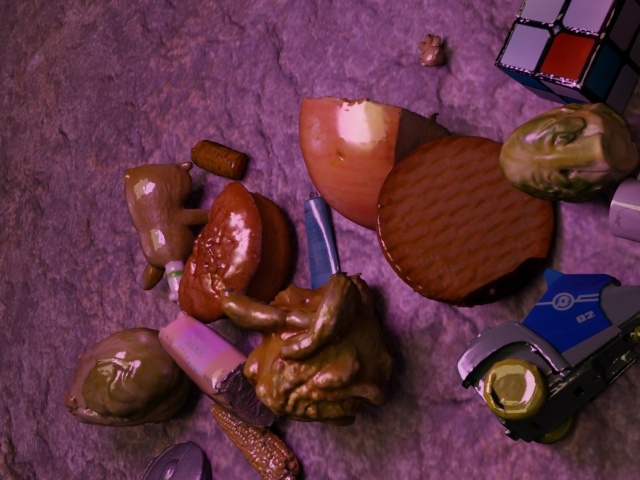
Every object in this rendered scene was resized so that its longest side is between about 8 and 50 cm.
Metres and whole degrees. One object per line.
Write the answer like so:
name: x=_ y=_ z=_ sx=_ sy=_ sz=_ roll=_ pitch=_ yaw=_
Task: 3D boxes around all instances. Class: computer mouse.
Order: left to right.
computer mouse: x=-0.349 y=0.650 z=1.778 sx=0.203 sy=0.114 sz=0.373 roll=-8 pitch=73 yaw=40

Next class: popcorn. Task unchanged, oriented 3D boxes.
popcorn: x=-0.004 y=0.200 z=1.462 sx=0.325 sy=0.321 sz=0.289 roll=-53 pitch=48 yaw=41

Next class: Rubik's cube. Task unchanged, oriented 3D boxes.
Rubik's cube: x=0.438 y=-0.330 z=1.319 sx=0.183 sy=0.167 sz=0.180 roll=33 pitch=101 yaw=43

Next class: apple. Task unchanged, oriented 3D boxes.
apple: x=0.088 y=-0.177 z=1.578 sx=0.309 sy=0.314 sz=0.252 roll=11 pitch=44 yaw=38

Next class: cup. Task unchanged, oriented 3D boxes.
cup: x=0.526 y=-0.053 z=1.196 sx=0.133 sy=0.099 sz=0.136 roll=22 pitch=137 yaw=42

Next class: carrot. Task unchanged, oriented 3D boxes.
carrot: x=-0.252 y=-0.202 z=1.945 sx=0.173 sy=0.082 sz=0.082 roll=25 pitch=95 yaw=35

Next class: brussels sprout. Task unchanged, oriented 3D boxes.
brussels sprout: x=-0.443 y=0.333 z=1.844 sx=0.317 sy=0.274 sz=0.242 roll=-31 pitch=83 yaw=37
brussels sprout: x=0.398 y=-0.144 z=1.268 sx=0.223 sy=0.223 sz=0.161 roll=-14 pitch=67 yaw=38

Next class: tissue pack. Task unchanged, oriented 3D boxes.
tissue pack: x=-0.209 y=0.281 z=1.664 sx=0.257 sy=0.215 sz=0.123 roll=26 pitch=71 yaw=44

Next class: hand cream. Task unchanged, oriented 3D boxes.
hand cream: x=0.000 y=0.000 z=1.702 sx=0.083 sy=0.048 sz=0.224 roll=-16 pitch=74 yaw=38

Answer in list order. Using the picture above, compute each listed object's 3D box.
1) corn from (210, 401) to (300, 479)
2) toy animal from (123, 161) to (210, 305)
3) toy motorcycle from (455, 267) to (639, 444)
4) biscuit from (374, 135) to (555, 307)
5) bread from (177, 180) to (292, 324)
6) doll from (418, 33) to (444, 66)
corn: x=-0.141 y=0.431 z=1.676 sx=0.288 sy=0.087 sz=0.086 roll=35 pitch=102 yaw=41
toy animal: x=-0.378 y=-0.018 z=1.961 sx=0.181 sy=0.180 sz=0.362 roll=-13 pitch=92 yaw=45
toy motorcycle: x=0.384 y=0.160 z=1.244 sx=0.326 sy=0.191 sz=0.200 roll=-43 pitch=49 yaw=6
biscuit: x=0.254 y=-0.038 z=1.373 sx=0.318 sy=0.040 sz=0.317 roll=0 pitch=75 yaw=0
bread: x=-0.174 y=0.058 z=1.738 sx=0.179 sy=0.194 sz=0.339 roll=32 pitch=102 yaw=36
doll: x=0.224 y=-0.394 z=1.599 sx=0.061 sy=0.051 sz=0.093 roll=-48 pitch=51 yaw=29
